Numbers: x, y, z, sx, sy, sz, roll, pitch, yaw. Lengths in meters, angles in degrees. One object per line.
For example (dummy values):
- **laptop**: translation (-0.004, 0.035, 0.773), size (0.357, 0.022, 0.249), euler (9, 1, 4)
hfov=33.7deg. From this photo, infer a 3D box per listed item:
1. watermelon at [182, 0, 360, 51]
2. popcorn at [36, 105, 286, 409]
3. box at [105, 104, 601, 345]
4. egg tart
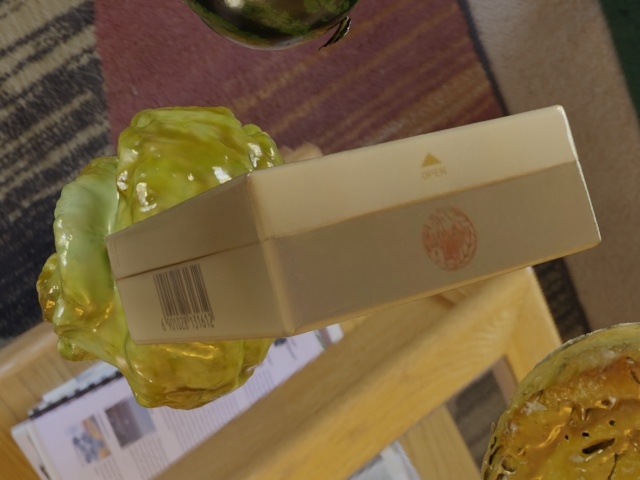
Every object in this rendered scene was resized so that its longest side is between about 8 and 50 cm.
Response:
- **watermelon**: translation (-0.053, -0.326, 1.086), size (0.269, 0.269, 0.269), euler (-10, 113, -25)
- **popcorn**: translation (-0.096, 0.008, 0.722), size (0.183, 0.221, 0.204), euler (13, 89, -10)
- **box**: translation (0.000, 0.000, 0.455), size (0.141, 0.201, 0.058), euler (-15, 90, -24)
- **egg tart**: translation (0.214, 0.166, 0.667), size (0.094, 0.234, 0.234), euler (2, 108, -48)
